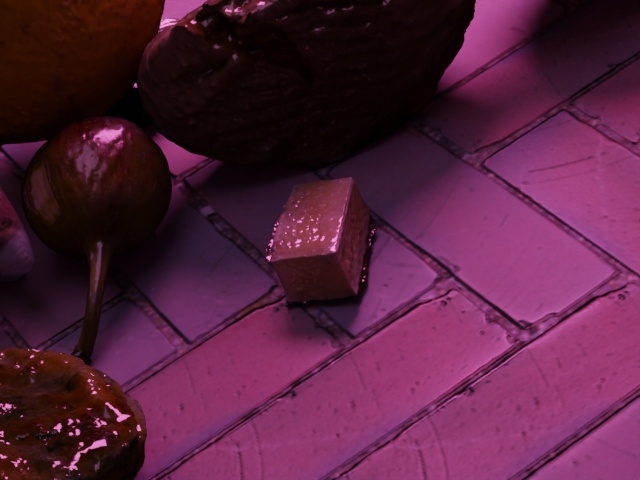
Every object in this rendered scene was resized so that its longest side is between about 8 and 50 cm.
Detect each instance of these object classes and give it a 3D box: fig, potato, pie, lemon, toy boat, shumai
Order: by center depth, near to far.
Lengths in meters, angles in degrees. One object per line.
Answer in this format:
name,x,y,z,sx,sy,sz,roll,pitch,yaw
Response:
pie,-0.281,0.170,1.389,0.277,0.078,0.277,-4,21,2
potato,0.000,-0.001,1.535,0.086,0.061,0.122,-6,41,19
fig,-0.215,-0.002,1.577,0.149,0.149,0.245,-11,53,10
toy boat,-0.346,-0.063,1.601,0.085,0.227,0.155,-40,6,-14
lemon,-0.286,-0.233,1.674,0.253,0.253,0.310,36,105,44
shumai,-0.027,-0.239,1.689,0.346,0.217,0.283,-21,41,2

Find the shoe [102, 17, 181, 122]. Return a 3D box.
shoe,-0.192,-0.167,1.790,0.169,0.071,0.099,-33,45,-10
